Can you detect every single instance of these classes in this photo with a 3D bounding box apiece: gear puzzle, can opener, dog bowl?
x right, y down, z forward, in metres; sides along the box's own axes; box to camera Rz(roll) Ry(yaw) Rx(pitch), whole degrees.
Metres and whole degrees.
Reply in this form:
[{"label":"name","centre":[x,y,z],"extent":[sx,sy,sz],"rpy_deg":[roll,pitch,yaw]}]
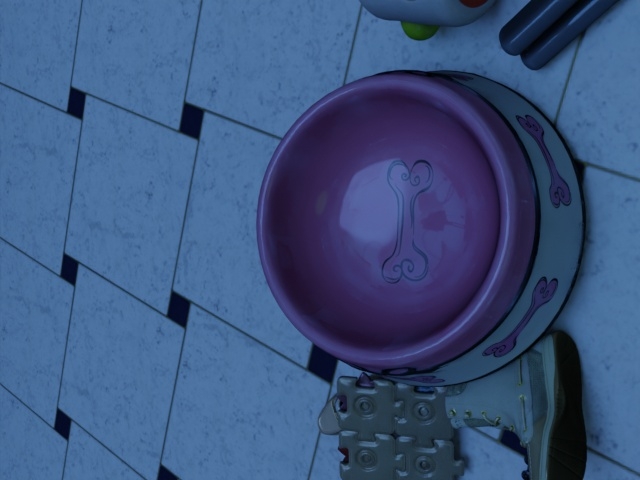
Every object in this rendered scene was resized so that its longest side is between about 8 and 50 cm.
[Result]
[{"label":"gear puzzle","centre":[0.113,0.340,1.174],"extent":[0.176,0.044,0.338],"rpy_deg":[2,106,14]},{"label":"can opener","centre":[0.318,-0.310,0.944],"extent":[0.280,0.074,0.093],"rpy_deg":[-46,32,31]},{"label":"dog bowl","centre":[0.099,-0.021,1.028],"extent":[0.408,0.150,0.407],"rpy_deg":[-3,85,32]}]

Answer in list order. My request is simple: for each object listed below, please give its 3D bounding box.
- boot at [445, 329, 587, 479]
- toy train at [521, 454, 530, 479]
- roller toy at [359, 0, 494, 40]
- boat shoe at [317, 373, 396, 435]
[{"label":"boot","centre":[0.230,0.223,1.021],"extent":[0.165,0.077,0.213],"rpy_deg":[-20,51,41]},{"label":"toy train","centre":[0.275,0.284,1.058],"extent":[0.036,0.027,0.158],"rpy_deg":[16,105,35]},{"label":"roller toy","centre":[0.135,-0.353,0.996],"extent":[0.146,0.209,0.191],"rpy_deg":[17,85,36]},{"label":"boat shoe","centre":[0.044,0.236,1.223],"extent":[0.170,0.059,0.063],"rpy_deg":[-43,67,33]}]
